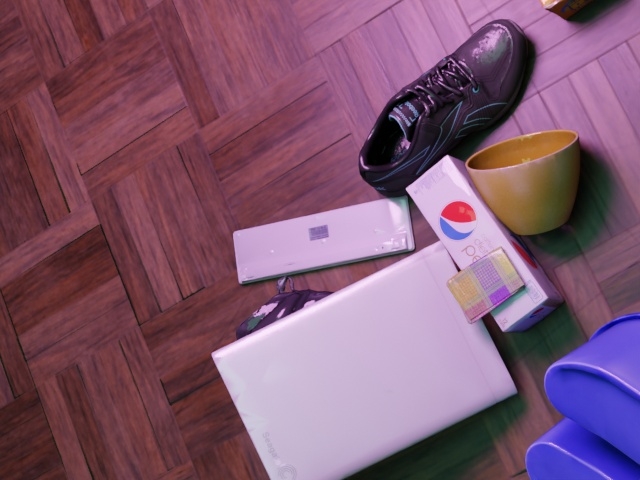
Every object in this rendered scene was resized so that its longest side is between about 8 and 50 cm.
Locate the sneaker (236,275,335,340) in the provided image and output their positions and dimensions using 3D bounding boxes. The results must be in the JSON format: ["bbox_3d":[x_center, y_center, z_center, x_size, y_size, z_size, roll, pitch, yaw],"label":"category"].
[{"bbox_3d":[-0.039,0.179,1.639,0.153,0.101,0.269,18,88,27],"label":"sneaker"}]

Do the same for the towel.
[{"bbox_3d":[0.190,0.051,1.498,0.083,0.009,0.060,-37,70,20],"label":"towel"}]

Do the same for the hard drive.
[{"bbox_3d":[0.052,0.158,1.546,0.307,0.040,0.203,-26,84,-2],"label":"hard drive"}]

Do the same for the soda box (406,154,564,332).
[{"bbox_3d":[0.196,0.005,1.547,0.069,0.074,0.216,-39,70,19],"label":"soda box"}]

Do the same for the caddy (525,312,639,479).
[{"bbox_3d":[0.380,0.226,1.354,0.341,0.179,0.241,37,134,38],"label":"caddy"}]

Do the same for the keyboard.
[{"bbox_3d":[0.000,0.000,1.683,0.256,0.014,0.072,-12,75,25],"label":"keyboard"}]

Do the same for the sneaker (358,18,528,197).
[{"bbox_3d":[0.147,-0.160,1.570,0.101,0.106,0.267,45,103,25],"label":"sneaker"}]

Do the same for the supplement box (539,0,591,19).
[{"bbox_3d":[0.254,-0.381,1.553,0.078,0.080,0.233,-34,70,21],"label":"supplement box"}]

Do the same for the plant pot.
[{"bbox_3d":[0.246,-0.062,1.511,0.134,0.134,0.095,-11,107,25],"label":"plant pot"}]
